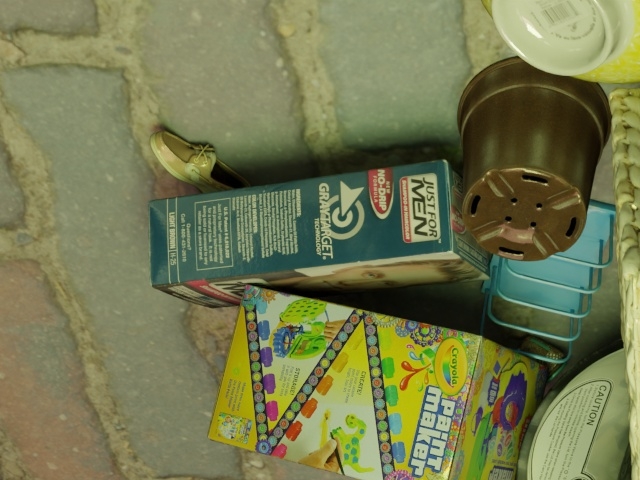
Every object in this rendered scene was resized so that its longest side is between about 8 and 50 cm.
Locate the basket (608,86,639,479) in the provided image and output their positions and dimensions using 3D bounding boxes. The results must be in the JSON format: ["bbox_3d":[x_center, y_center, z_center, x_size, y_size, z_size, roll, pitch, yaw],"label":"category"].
[{"bbox_3d":[0.401,0.057,1.254,0.266,0.328,0.331,-4,126,12],"label":"basket"}]

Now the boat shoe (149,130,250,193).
[{"bbox_3d":[-0.136,-0.088,1.619,0.045,0.050,0.135,-32,128,31],"label":"boat shoe"}]

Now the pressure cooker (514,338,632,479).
[{"bbox_3d":[0.412,0.295,1.558,0.375,0.370,0.420,-28,146,7],"label":"pressure cooker"}]

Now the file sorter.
[{"bbox_3d":[0.254,0.042,1.600,0.118,0.104,0.170,14,133,2],"label":"file sorter"}]

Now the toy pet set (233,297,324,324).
[{"bbox_3d":[-0.044,0.111,1.781,0.122,0.065,0.114,-8,94,16],"label":"toy pet set"}]

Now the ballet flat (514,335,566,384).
[{"bbox_3d":[0.232,0.188,1.776,0.067,0.073,0.206,44,129,10],"label":"ballet flat"}]

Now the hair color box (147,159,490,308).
[{"bbox_3d":[0.000,0.000,1.572,0.347,0.105,0.174,-7,167,19],"label":"hair color box"}]

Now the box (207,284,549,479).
[{"bbox_3d":[0.075,0.182,1.587,0.279,0.177,0.290,12,174,24],"label":"box"}]

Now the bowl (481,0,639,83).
[{"bbox_3d":[0.236,-0.238,1.251,0.289,0.156,0.289,26,147,19],"label":"bowl"}]

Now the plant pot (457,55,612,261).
[{"bbox_3d":[0.217,-0.078,1.460,0.167,0.165,0.167,6,132,7],"label":"plant pot"}]
